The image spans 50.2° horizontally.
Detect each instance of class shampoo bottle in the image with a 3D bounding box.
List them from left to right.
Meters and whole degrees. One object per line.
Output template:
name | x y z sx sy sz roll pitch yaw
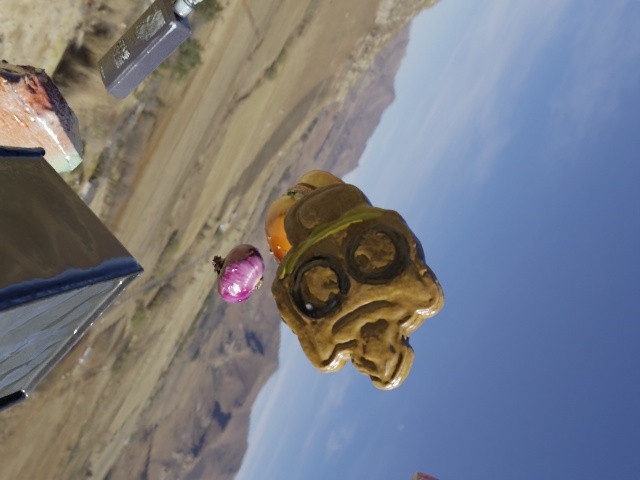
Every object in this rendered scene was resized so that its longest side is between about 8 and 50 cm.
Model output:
shampoo bottle | -0.353 -0.435 1.455 0.309 0.071 0.098 -34 -121 26

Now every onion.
onion | -0.155 0.060 1.268 0.115 0.104 0.115 -156 -90 -90

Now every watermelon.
watermelon | -0.519 -0.236 1.172 0.257 0.193 0.140 69 28 -53

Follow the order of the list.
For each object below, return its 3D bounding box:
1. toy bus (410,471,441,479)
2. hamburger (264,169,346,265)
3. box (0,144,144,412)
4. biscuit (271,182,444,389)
toy bus | 0.140 0.394 0.929 0.192 0.065 0.077 -56 167 -72
hamburger | -0.001 -0.001 1.270 0.170 0.246 0.246 -41 177 -16
box | -0.387 0.056 0.660 0.251 0.204 0.345 -44 174 16
biscuit | 0.036 0.054 0.879 0.208 0.290 0.041 -29 153 10
